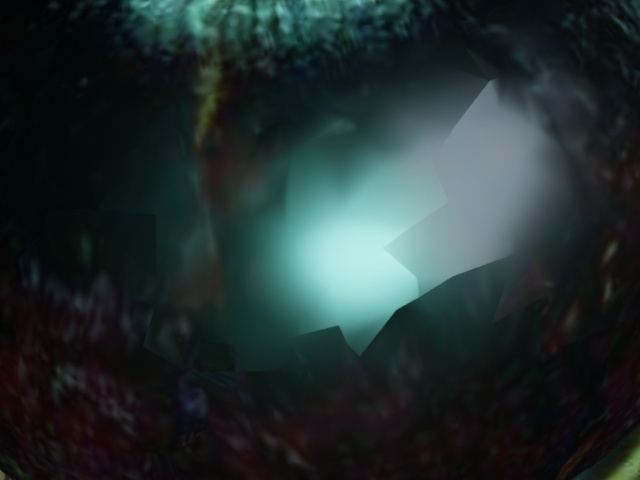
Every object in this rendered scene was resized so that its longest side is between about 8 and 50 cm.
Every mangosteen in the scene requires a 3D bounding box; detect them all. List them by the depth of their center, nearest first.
[{"bbox_3d":[-0.007,-0.008,0.547,0.300,0.300,0.300,5,80,-31],"label":"mangosteen"}]
